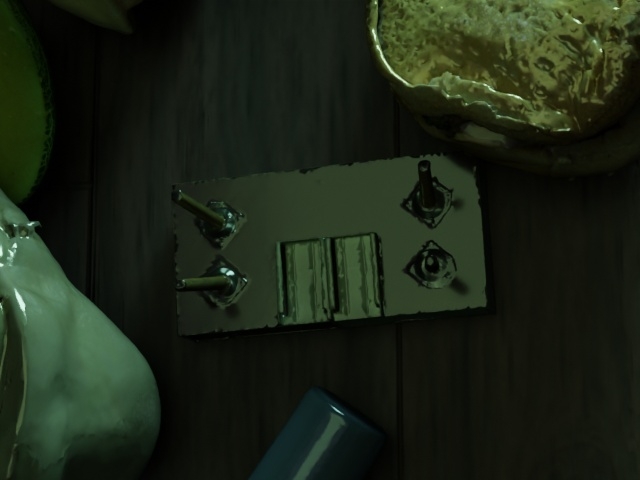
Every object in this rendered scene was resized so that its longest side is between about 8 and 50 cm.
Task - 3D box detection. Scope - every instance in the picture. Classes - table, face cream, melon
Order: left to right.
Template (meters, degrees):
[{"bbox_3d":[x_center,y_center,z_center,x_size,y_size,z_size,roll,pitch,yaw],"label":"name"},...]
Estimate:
[{"bbox_3d":[-0.302,-0.086,1.355,0.265,0.129,0.169,-33,99,13],"label":"melon"},{"bbox_3d":[-0.081,0.283,1.239,0.136,0.086,0.385,34,94,21],"label":"face cream"},{"bbox_3d":[0.000,0.000,1.257,0.240,0.111,0.121,-7,78,13],"label":"table"}]

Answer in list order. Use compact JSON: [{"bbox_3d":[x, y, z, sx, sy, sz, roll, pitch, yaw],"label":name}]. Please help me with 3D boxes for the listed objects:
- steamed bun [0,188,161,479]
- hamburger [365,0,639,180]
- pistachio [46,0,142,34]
[{"bbox_3d":[-0.333,0.113,1.213,0.342,0.255,0.367,-38,90,10],"label":"steamed bun"},{"bbox_3d":[0.148,-0.177,1.230,0.243,0.146,0.286,-26,68,2],"label":"hamburger"},{"bbox_3d":[-0.199,-0.311,1.287,0.229,0.321,0.238,-30,30,11],"label":"pistachio"}]
